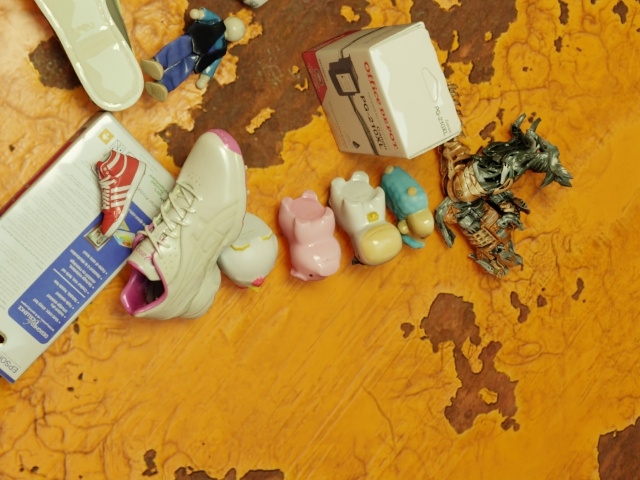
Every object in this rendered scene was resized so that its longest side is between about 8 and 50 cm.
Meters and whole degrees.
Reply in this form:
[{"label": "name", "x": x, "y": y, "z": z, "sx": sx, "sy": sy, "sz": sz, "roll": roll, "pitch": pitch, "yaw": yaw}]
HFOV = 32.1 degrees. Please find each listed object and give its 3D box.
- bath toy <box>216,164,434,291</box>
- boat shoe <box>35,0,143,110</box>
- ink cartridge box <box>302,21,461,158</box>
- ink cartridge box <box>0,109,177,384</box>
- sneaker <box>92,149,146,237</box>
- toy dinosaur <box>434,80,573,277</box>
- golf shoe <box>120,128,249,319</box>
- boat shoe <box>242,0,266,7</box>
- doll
[{"label": "bath toy", "x": 0.000, "y": 0.000, "z": 1.711, "sx": 0.348, "sy": 0.151, "sz": 0.129, "roll": -16, "pitch": 138, "yaw": -22}, {"label": "boat shoe", "x": -0.333, "y": -0.325, "z": 1.530, "sx": 0.109, "sy": 0.091, "sz": 0.305, "roll": -23, "pitch": 105, "yaw": -8}, {"label": "ink cartridge box", "x": 0.087, "y": -0.222, "z": 1.653, "sx": 0.100, "sy": 0.237, "sz": 0.172, "roll": -28, "pitch": 107, "yaw": -19}, {"label": "ink cartridge box", "x": -0.372, "y": 0.006, "z": 1.569, "sx": 0.371, "sy": 0.069, "sz": 0.176, "roll": -49, "pitch": 114, "yaw": -14}, {"label": "sneaker", "x": -0.294, "y": -0.068, "z": 1.539, "sx": 0.067, "sy": 0.042, "sz": 0.118, "roll": 28, "pitch": 78, "yaw": -30}, {"label": "toy dinosaur", "x": 0.277, "y": -0.099, "z": 1.815, "sx": 0.218, "sy": 0.164, "sz": 0.322, "roll": -25, "pitch": 129, "yaw": -3}, {"label": "golf shoe", "x": -0.193, "y": -0.011, "z": 1.559, "sx": 0.140, "sy": 0.115, "sz": 0.306, "roll": -11, "pitch": 127, "yaw": -46}, {"label": "boat shoe", "x": -0.053, "y": -0.473, "z": 1.640, "sx": 0.088, "sy": 0.096, "sz": 0.267, "roll": 38, "pitch": 89, "yaw": -29}, {"label": "doll", "x": -0.179, "y": -0.272, "z": 1.611, "sx": 0.189, "sy": 0.046, "sz": 0.129, "roll": -43, "pitch": 144, "yaw": -35}]
